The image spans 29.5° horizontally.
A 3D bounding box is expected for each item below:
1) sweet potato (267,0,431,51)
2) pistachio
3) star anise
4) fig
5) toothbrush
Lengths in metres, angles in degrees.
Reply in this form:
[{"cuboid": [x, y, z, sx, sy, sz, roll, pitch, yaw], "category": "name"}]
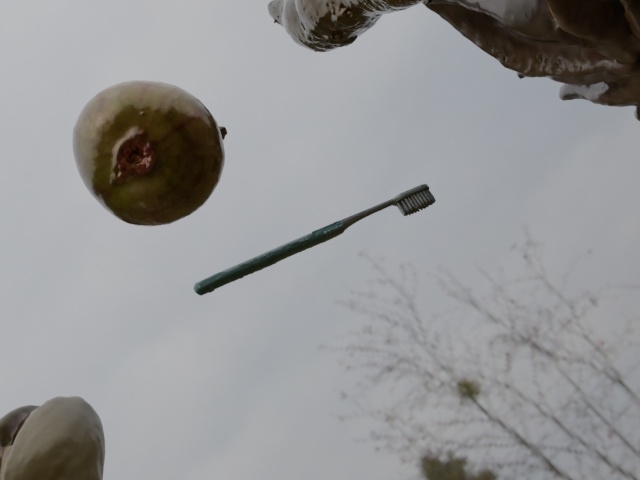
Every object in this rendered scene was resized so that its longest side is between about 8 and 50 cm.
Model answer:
[{"cuboid": [0.017, -0.162, 0.809, 0.067, 0.067, 0.274, -39, 15, -11], "category": "sweet potato"}, {"cuboid": [-0.216, 0.188, 0.951, 0.113, 0.113, 0.149, 112, 179, -47], "category": "pistachio"}, {"cuboid": [0.224, -0.139, 0.742, 0.292, 0.350, 0.108, 54, -130, -79], "category": "star anise"}, {"cuboid": [-0.053, -0.031, 0.418, 0.050, 0.050, 0.083, -49, -2, 14], "category": "fig"}, {"cuboid": [0.000, 0.000, 0.718, 0.167, 0.014, 0.011, -23, -23, -26], "category": "toothbrush"}]
